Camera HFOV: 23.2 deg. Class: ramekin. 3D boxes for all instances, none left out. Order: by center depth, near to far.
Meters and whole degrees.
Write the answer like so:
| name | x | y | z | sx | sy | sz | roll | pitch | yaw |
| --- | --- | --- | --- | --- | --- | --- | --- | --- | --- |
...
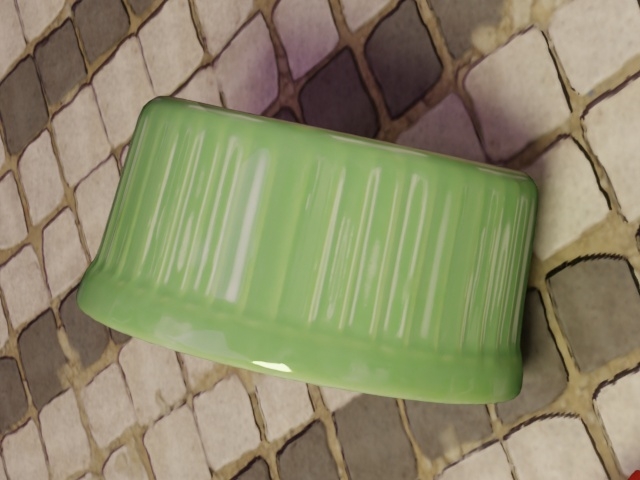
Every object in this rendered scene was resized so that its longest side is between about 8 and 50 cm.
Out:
| name | x | y | z | sx | sy | sz | roll | pitch | yaw |
| --- | --- | --- | --- | --- | --- | --- | --- | --- | --- |
| ramekin | 0.000 | 0.000 | 1.042 | 0.303 | 0.303 | 0.148 | 16 | 95 | 47 |

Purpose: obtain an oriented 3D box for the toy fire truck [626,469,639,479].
| name | x | y | z | sx | sy | sz | roll | pitch | yaw |
| --- | --- | --- | --- | --- | --- | --- | --- | --- | --- |
| toy fire truck | 0.197 | 0.224 | 0.967 | 0.192 | 0.135 | 0.047 | -48 | 45 | -11 |
